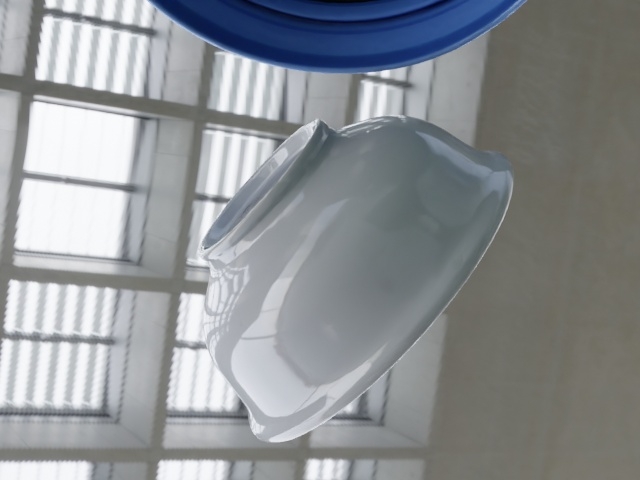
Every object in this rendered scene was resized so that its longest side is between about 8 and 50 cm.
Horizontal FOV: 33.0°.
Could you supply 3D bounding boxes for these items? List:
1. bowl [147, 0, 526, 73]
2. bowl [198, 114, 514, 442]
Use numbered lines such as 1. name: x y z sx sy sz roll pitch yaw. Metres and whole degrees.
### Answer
1. bowl: 0.005 -0.303 0.760 0.391 0.391 0.077 48 -148 -26
2. bowl: 0.000 0.000 0.846 0.134 0.298 0.298 42 -105 -12
